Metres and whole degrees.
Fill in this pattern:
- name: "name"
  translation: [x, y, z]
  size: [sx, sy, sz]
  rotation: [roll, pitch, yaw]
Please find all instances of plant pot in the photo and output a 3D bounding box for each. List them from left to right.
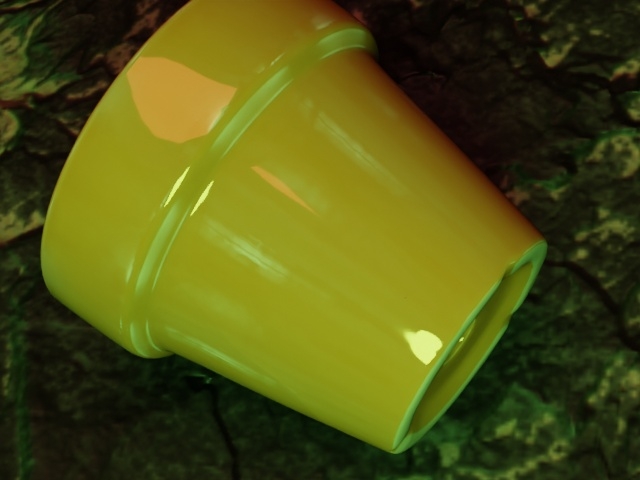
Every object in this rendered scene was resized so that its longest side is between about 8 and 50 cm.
- name: "plant pot"
  translation: [0.000, 0.000, 0.722]
  size: [0.188, 0.205, 0.205]
  rotation: [35, 69, 16]
